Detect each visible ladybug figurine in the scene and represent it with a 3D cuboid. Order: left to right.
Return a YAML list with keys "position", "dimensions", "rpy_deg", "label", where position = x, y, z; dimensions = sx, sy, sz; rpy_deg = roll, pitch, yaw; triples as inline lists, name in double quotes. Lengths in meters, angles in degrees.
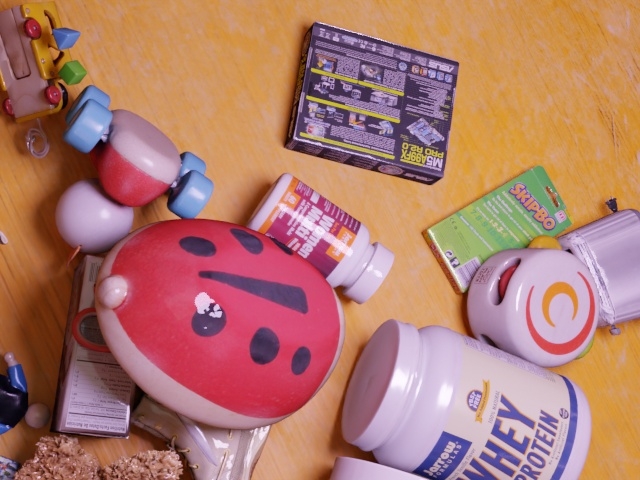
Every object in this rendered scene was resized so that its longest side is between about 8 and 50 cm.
- position: [-0.116, 0.104, 1.409]
  dimensions: [0.449, 0.162, 0.305]
  rpy_deg: [15, 57, -51]
  label: "ladybug figurine"

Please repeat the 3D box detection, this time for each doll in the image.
- position: [-0.475, 0.217, 1.439]
  dimensions: [0.189, 0.046, 0.129]
  rpy_deg: [27, 73, -10]
  label: "doll"

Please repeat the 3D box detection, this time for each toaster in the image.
- position: [0.495, 0.045, 1.732]
  dimensions: [0.147, 0.129, 0.226]
  rpy_deg: [-19, 86, -18]
  label: "toaster"

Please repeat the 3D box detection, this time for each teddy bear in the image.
- position: [-0.262, 0.393, 1.400]
  dimensions: [0.338, 0.113, 0.245]
  rpy_deg: [6, 109, 13]
  label: "teddy bear"

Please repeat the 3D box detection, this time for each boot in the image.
- position: [-0.199, 0.314, 1.474]
  dimensions: [0.204, 0.095, 0.261]
  rpy_deg: [27, 69, -13]
  label: "boot"

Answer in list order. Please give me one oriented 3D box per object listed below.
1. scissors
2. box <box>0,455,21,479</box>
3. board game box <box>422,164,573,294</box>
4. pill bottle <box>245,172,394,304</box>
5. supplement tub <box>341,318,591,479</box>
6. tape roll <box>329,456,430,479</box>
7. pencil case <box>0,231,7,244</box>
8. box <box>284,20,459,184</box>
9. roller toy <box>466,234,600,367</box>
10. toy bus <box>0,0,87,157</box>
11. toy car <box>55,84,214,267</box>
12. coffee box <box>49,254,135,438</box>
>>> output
- position: [-0.217, 0.177, 1.395]
  dimensions: [0.297, 0.021, 0.109]
  rpy_deg: [44, 67, -6]
  label: "scissors"
- position: [-0.493, 0.362, 1.413]
  dimensions: [0.094, 0.027, 0.137]
  rpy_deg: [23, 73, -10]
  label: "box"
- position: [0.311, -0.023, 1.737]
  dimensions: [0.259, 0.039, 0.124]
  rpy_deg: [-29, 89, -18]
  label: "board game box"
- position: [0.000, 0.000, 1.591]
  dimensions: [0.221, 0.121, 0.121]
  rpy_deg: [34, 71, -8]
  label: "pill bottle"
- position: [0.219, 0.270, 1.541]
  dimensions: [0.325, 0.235, 0.235]
  rpy_deg: [23, 73, -12]
  label: "supplement tub"
- position: [0.112, 0.434, 1.470]
  dimensions: [0.246, 0.246, 0.169]
  rpy_deg: [23, 74, -12]
  label: "tape roll"
- position: [-0.637, -0.086, 1.392]
  dimensions: [0.410, 0.160, 0.183]
  rpy_deg: [44, 85, -4]
  label: "pencil case"
- position: [0.090, -0.230, 1.700]
  dimensions: [0.270, 0.060, 0.216]
  rpy_deg: [12, 76, -14]
  label: "box"
- position: [0.345, 0.105, 1.656]
  dimensions: [0.191, 0.146, 0.209]
  rpy_deg: [-13, 97, -27]
  label: "roller toy"
- position: [-0.424, -0.261, 1.520]
  dimensions: [0.191, 0.202, 0.104]
  rpy_deg: [37, 29, 13]
  label: "toy bus"
- position: [-0.320, -0.067, 1.500]
  dimensions: [0.219, 0.210, 0.238]
  rpy_deg: [35, 99, -22]
  label: "toy car"
- position: [-0.318, 0.158, 1.450]
  dimensions: [0.098, 0.141, 0.246]
  rpy_deg: [10, 77, -18]
  label: "coffee box"
